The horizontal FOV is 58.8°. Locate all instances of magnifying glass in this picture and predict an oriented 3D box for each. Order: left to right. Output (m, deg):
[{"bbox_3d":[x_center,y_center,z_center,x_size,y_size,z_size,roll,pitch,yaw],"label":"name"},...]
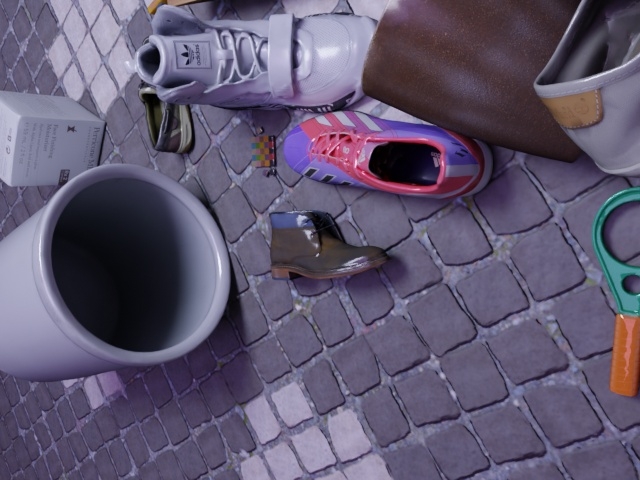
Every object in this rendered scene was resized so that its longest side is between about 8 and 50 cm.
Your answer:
[{"bbox_3d":[0.342,0.056,0.620,0.092,0.026,0.230,7,99,36],"label":"magnifying glass"}]

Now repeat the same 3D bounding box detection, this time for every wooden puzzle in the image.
[{"bbox_3d":[-0.094,-0.146,0.934,0.049,0.006,0.083,3,99,37],"label":"wooden puzzle"}]

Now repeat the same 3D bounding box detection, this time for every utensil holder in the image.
[{"bbox_3d":[-0.408,0.079,1.015,0.386,0.328,0.327,-19,85,41],"label":"utensil holder"}]

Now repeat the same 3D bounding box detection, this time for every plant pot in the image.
[{"bbox_3d":[0.198,-0.188,0.596,0.230,0.215,0.215,36,118,11],"label":"plant pot"}]

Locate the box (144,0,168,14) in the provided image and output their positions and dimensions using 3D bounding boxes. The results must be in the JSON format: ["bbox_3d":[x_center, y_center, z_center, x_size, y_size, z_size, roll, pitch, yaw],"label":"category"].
[{"bbox_3d":[-0.302,-0.490,1.030,0.081,0.028,0.136,-30,80,37],"label":"box"}]

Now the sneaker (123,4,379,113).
[{"bbox_3d":[-0.100,-0.249,0.794,0.366,0.210,0.137,5,100,37],"label":"sneaker"}]

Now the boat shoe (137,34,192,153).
[{"bbox_3d":[-0.289,-0.266,1.024,0.080,0.073,0.223,-12,90,38],"label":"boat shoe"}]

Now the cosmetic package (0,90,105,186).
[{"bbox_3d":[-0.581,-0.211,1.187,0.151,0.184,0.151,33,115,30],"label":"cosmetic package"}]

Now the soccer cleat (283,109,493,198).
[{"bbox_3d":[0.059,-0.116,0.751,0.318,0.116,0.108,14,105,35],"label":"soccer cleat"}]

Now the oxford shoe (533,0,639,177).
[{"bbox_3d":[0.303,-0.267,0.421,0.130,0.169,0.449,22,102,-10],"label":"oxford shoe"}]

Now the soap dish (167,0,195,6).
[{"bbox_3d":[-0.115,-0.478,0.831,0.291,0.118,0.228,5,100,37],"label":"soap dish"}]

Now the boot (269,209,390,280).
[{"bbox_3d":[0.000,0.000,0.837,0.219,0.082,0.106,-7,95,40],"label":"boot"}]
